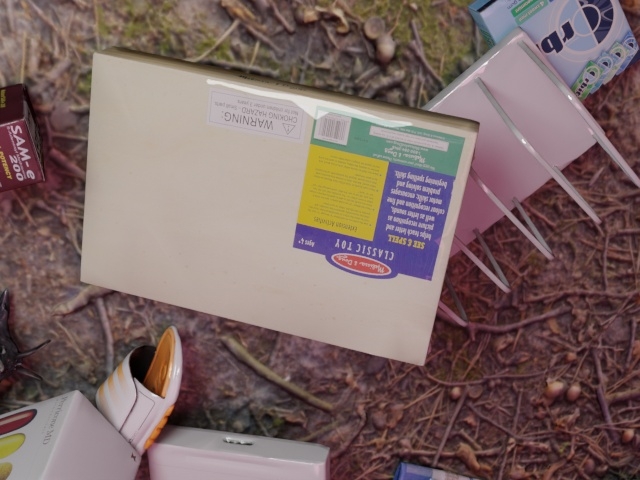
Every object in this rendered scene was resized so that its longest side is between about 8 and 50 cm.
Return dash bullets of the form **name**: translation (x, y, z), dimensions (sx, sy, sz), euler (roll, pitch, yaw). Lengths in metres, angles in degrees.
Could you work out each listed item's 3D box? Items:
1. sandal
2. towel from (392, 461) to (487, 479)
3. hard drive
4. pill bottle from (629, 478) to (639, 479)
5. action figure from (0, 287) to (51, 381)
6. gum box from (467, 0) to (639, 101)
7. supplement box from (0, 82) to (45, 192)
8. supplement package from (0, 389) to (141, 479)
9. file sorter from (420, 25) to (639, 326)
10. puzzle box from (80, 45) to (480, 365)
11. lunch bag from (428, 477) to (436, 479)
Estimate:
- **sandal**: translation (-0.246, 0.221, 1.133), dimensions (0.076, 0.102, 0.265), euler (19, 110, -25)
- **towel**: translation (0.204, 0.466, 1.422), dimensions (0.285, 0.034, 0.209), euler (21, 92, -26)
- **hard drive**: translation (-0.102, 0.412, 1.219), dimensions (0.233, 0.047, 0.352), euler (5, 116, 11)
- **pill bottle**: translation (0.492, 0.612, 1.506), dimensions (0.224, 0.224, 0.392), euler (23, 105, -27)
- **action figure**: translation (-0.436, 0.127, 1.000), dimensions (0.276, 0.141, 0.164), euler (11, 99, -22)
- **gum box**: translation (0.289, -0.254, 1.119), dimensions (0.157, 0.041, 0.184), euler (-37, 120, 2)
- **supplement box**: translation (-0.404, -0.081, 0.913), dimensions (0.240, 0.130, 0.073), euler (-16, 119, -10)
- **supplement package**: translation (-0.355, 0.291, 1.058), dimensions (0.244, 0.139, 0.133), euler (-20, 123, 20)
- **file sorter**: translation (0.205, -0.066, 1.081), dimensions (0.278, 0.173, 0.193), euler (-40, 122, 15)
- **puzzle box**: translation (-0.055, -0.036, 0.989), dimensions (0.409, 0.052, 0.272), euler (14, 113, 8)
- **lunch bag**: translation (0.157, 0.406, 1.346), dimensions (0.083, 0.053, 0.071), euler (-31, 103, -11)
